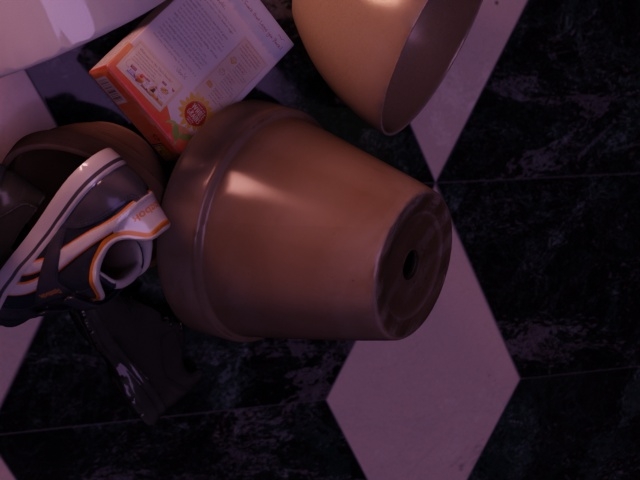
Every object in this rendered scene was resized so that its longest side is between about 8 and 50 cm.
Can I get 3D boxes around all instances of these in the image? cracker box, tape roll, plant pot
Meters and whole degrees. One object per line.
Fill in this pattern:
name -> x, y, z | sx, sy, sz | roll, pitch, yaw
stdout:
cracker box -> -0.163, -0.237, 1.425 | 0.232, 0.067, 0.156 | -49, 114, -23
tape roll -> -0.309, -0.288, 1.286 | 0.286, 0.286, 0.100 | -27, 112, -9
plant pot -> -0.284, -0.075, 1.421 | 0.237, 0.237, 0.110 | 39, 50, -23
plant pot -> 0.075, -0.306, 1.439 | 0.191, 0.284, 0.284 | 30, 95, 14
plant pot -> 0.000, 0.000, 1.392 | 0.323, 0.280, 0.323 | -28, 125, -48

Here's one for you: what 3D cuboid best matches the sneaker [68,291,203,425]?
sneaker -> -0.261, 0.120, 1.518 | 0.130, 0.109, 0.286 | -35, 126, -15

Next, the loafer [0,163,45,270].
loafer -> -0.410, 0.018, 1.400 | 0.087, 0.094, 0.251 | 17, 128, -12

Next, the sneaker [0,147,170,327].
sneaker -> -0.298, 0.035, 1.323 | 0.127, 0.126, 0.321 | 45, 129, 0
